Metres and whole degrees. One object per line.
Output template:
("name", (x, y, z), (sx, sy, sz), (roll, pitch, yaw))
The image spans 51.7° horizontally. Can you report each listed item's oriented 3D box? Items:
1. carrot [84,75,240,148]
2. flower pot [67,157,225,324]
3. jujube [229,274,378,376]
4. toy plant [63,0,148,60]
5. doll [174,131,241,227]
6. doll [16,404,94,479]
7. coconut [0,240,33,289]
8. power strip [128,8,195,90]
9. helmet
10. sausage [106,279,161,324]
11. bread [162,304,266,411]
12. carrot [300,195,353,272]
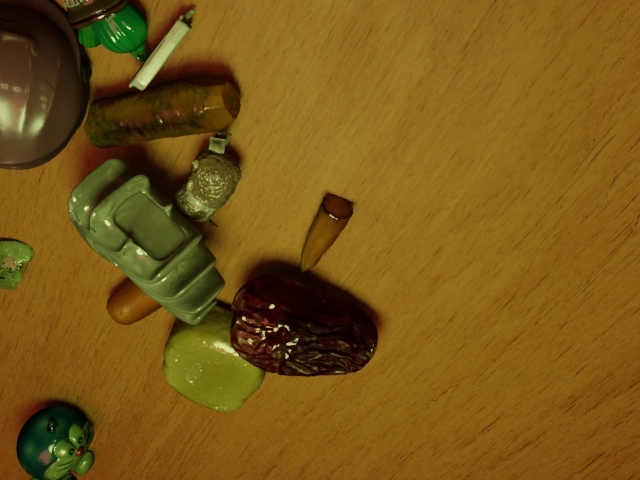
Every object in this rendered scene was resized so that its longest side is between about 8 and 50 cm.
("carrot", (-0.310, -0.253, 1.301), (0.302, 0.114, 0.114), (-6, 121, 15))
("flower pot", (-0.352, 0.014, 1.375), (0.367, 0.164, 0.254), (45, 155, -4))
("jujube", (-0.037, 0.197, 1.493), (0.342, 0.216, 0.216), (17, 124, -16))
("toy plant", (-0.401, -0.408, 1.221), (0.143, 0.105, 0.200), (-12, 131, 22))
("doll", (-0.224, -0.133, 1.366), (0.115, 0.105, 0.221), (30, 118, 2))
("doll", (-0.739, 0.582, 1.842), (0.186, 0.198, 0.322), (27, 132, 6))
("coconut", (-0.773, 0.063, 1.598), (0.133, 0.055, 0.158), (22, 121, -8))
("power strip", (-0.295, -0.358, 1.244), (0.030, 0.047, 0.191), (37, 103, -24))
("helmet", (-0.579, -0.284, 1.230), (0.271, 0.197, 0.338), (8, 117, -14))
("sausage", (-0.414, 0.126, 1.567), (0.238, 0.098, 0.098), (-30, 113, 22))
("bread", (-0.251, 0.283, 1.610), (0.270, 0.148, 0.270), (3, 118, 6))
("carrot", (0.000, 0.000, 1.441), (0.072, 0.072, 0.205), (23, 124, -6))
